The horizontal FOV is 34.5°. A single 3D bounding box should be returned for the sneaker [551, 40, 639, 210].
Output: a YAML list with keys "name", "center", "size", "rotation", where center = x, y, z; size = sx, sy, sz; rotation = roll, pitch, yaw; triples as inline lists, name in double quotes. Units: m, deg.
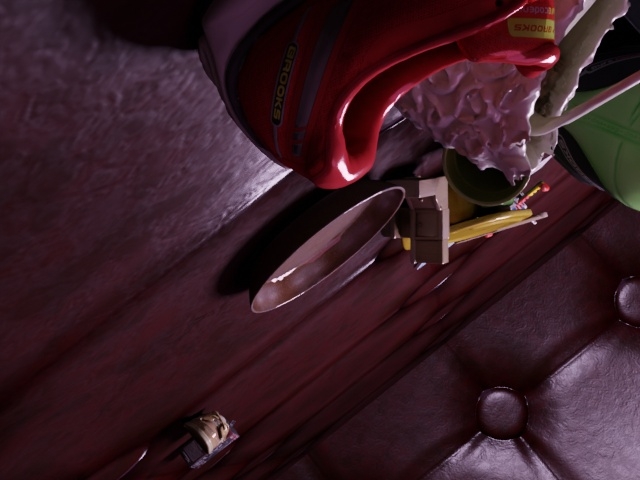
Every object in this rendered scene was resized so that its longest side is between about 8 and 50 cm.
- name: "sneaker"
  center: [0.366, -0.125, 1.058]
  size: [0.483, 0.202, 0.185]
  rotation: [6, 111, -52]

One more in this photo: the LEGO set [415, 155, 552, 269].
- name: "LEGO set"
  center: [0.256, -0.038, 1.411]
  size: [0.244, 0.060, 0.182]
  rotation: [-34, 170, -23]

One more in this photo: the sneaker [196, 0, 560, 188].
- name: "sneaker"
  center: [0.075, -0.131, 0.450]
  size: [0.279, 0.118, 0.107]
  rotation: [-43, 167, 19]

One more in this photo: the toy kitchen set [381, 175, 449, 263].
- name: "toy kitchen set"
  center: [0.076, -0.018, 0.969]
  size: [0.068, 0.083, 0.075]
  rotation: [1, -173, 27]

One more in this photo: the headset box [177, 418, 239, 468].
- name: "headset box"
  center: [-0.150, 0.276, 1.416]
  size: [0.083, 0.032, 0.062]
  rotation: [-38, 168, -6]

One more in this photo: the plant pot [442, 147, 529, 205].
- name: "plant pot"
  center: [0.166, -0.083, 0.978]
  size: [0.083, 0.083, 0.079]
  rotation: [-46, 177, 27]

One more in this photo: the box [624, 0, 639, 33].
- name: "box"
  center: [0.408, -0.183, 0.787]
  size: [0.294, 0.296, 0.183]
  rotation: [-25, 162, -47]

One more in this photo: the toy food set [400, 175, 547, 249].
- name: "toy food set"
  center: [0.161, -0.041, 1.137]
  size: [0.128, 0.071, 0.218]
  rotation: [-18, 174, 25]

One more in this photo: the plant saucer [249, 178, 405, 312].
- name: "plant saucer"
  center: [0.000, 0.000, 0.894]
  size: [0.168, 0.029, 0.168]
  rotation: [-36, 166, -11]

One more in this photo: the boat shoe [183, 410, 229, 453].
- name: "boat shoe"
  center: [-0.138, 0.233, 1.278]
  size: [0.045, 0.050, 0.135]
  rotation: [-39, 178, -12]

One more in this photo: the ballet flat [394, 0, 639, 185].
- name: "ballet flat"
  center: [0.192, -0.183, 0.569]
  size: [0.147, 0.147, 0.409]
  rotation: [-26, 161, -45]
